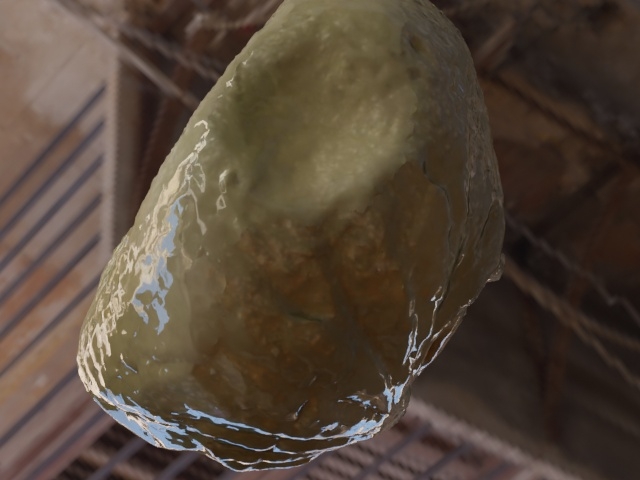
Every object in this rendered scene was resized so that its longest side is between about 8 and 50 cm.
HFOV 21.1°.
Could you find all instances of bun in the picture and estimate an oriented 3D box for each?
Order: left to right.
[{"bbox_3d":[0.000,0.000,1.167,0.227,0.349,0.352,34,-178,-2],"label":"bun"}]
